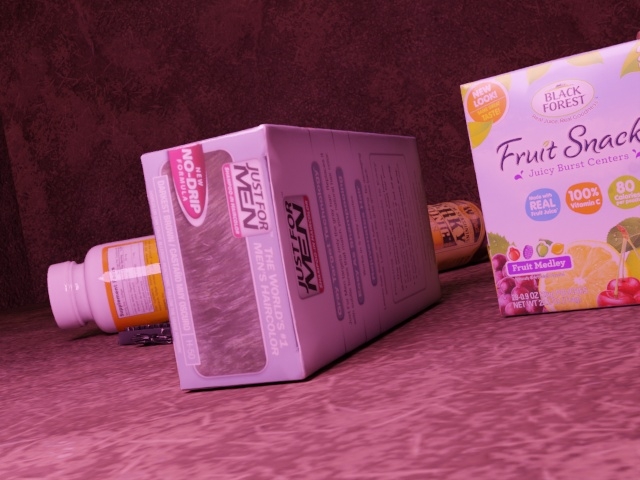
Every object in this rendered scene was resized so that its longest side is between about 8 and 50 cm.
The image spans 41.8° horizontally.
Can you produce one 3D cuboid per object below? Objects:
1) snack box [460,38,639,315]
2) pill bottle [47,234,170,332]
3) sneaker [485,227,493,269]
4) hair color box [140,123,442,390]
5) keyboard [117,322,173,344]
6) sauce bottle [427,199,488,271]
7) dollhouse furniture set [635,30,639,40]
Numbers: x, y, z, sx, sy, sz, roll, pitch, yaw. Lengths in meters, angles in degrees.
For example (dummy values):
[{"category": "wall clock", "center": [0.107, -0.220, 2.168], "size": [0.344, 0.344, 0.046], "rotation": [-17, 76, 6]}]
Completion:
[{"category": "snack box", "center": [0.224, -0.049, 0.703], "size": [0.174, 0.207, 0.070], "rotation": [-10, 1, 33]}, {"category": "pill bottle", "center": [-0.276, 0.065, 1.272], "size": [0.245, 0.136, 0.136], "rotation": [-10, 1, -6]}, {"category": "sneaker", "center": [0.270, -0.004, 1.017], "size": [0.123, 0.109, 0.295], "rotation": [-6, 10, 2]}, {"category": "hair color box", "center": [0.000, 0.000, 0.778], "size": [0.113, 0.185, 0.374], "rotation": [-9, 1, 23]}, {"category": "keyboard", "center": [-0.176, 0.110, 1.039], "size": [0.180, 0.023, 0.108], "rotation": [-10, 1, 37]}, {"category": "sauce bottle", "center": [0.202, -0.009, 1.353], "size": [0.344, 0.111, 0.111], "rotation": [-13, 2, -37]}, {"category": "dollhouse furniture set", "center": [0.707, -0.211, 1.412], "size": [0.256, 0.362, 0.394], "rotation": [-12, -29, 6]}]
